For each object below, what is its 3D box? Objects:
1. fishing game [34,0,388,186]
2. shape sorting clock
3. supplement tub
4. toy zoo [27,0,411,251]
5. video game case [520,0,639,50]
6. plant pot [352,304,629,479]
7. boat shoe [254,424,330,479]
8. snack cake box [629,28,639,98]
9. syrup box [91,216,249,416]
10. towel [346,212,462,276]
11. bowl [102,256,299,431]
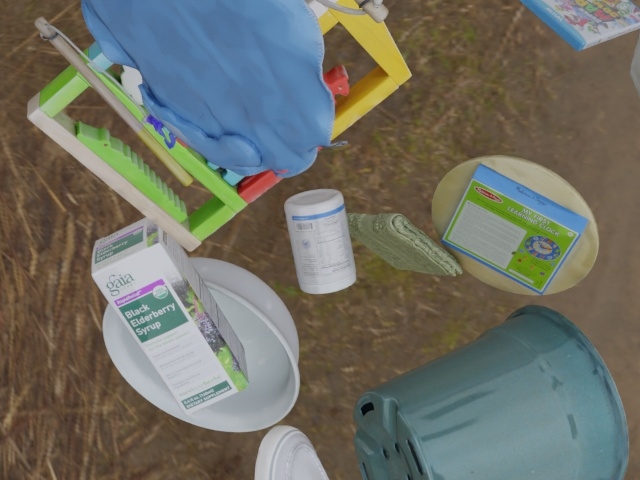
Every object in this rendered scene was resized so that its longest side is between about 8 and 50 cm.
[{"bbox_3d":[-0.060,-0.111,0.597,0.189,0.264,0.041,45,62,-5],"label":"fishing game"},{"bbox_3d":[0.231,-0.017,1.370,0.206,0.206,0.040,51,50,-20],"label":"shape sorting clock"},{"bbox_3d":[0.000,0.000,1.319,0.071,0.071,0.107,-17,110,-19],"label":"supplement tub"},{"bbox_3d":[-0.062,-0.136,0.917,0.293,0.030,0.192,-37,125,15],"label":"toy zoo"},{"bbox_3d":[0.345,-0.306,1.503,0.166,0.015,0.119,-24,63,-39],"label":"video game case"},{"bbox_3d":[0.253,0.313,1.840,0.334,0.341,0.341,-17,104,-24],"label":"plant pot"},{"bbox_3d":[0.004,0.220,0.839,0.066,0.063,0.184,-29,113,-49],"label":"boat shoe"},{"bbox_3d":[0.459,-0.209,1.150,0.264,0.152,0.089,-14,64,-1],"label":"snack cake box"},{"bbox_3d":[-0.183,0.091,1.416,0.093,0.096,0.237,-26,118,5],"label":"syrup box"},{"bbox_3d":[0.100,0.004,1.430,0.148,0.110,0.027,34,71,-38],"label":"towel"},{"bbox_3d":[-0.149,0.126,1.638,0.298,0.298,0.134,49,40,-20],"label":"bowl"}]
